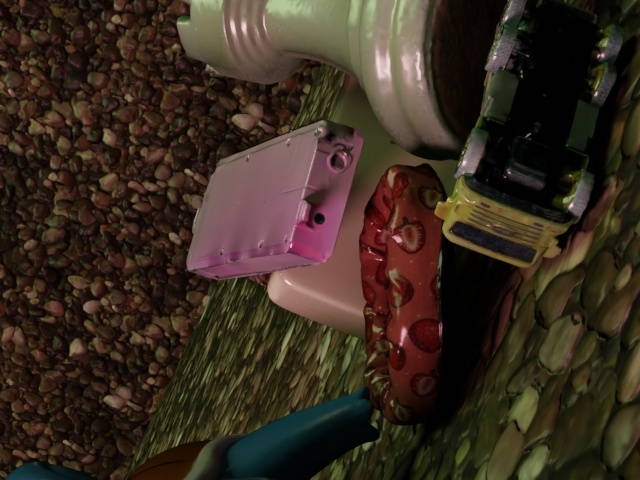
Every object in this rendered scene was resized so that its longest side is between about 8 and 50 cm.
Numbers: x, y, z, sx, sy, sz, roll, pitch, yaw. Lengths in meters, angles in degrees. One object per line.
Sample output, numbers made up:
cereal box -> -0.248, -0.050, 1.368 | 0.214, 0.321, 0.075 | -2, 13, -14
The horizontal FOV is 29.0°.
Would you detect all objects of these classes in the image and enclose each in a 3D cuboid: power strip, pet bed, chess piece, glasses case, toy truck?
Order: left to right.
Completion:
power strip -> -0.045, -0.028, 1.020 | 0.279, 0.037, 0.109 | -10, 62, 66
chess piece -> 0.023, -0.176, 0.991 | 0.299, 0.194, 0.195 | 15, 79, 41
glasses case -> 0.063, -0.069, 1.089 | 0.070, 0.131, 0.313 | 121, 170, -68
pet bed -> 0.063, 0.041, 0.911 | 0.201, 0.053, 0.201 | 179, 90, -86
toy truck -> 0.136, -0.071, 0.829 | 0.116, 0.085, 0.191 | 109, 180, -58

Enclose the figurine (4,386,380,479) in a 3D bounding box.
figurine -> -0.077, 0.234, 0.929 | 0.416, 0.243, 0.298 | -2, 61, 60

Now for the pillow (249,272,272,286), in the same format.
pillow -> 0.000, 0.000, 1.181 | 0.232, 0.043, 0.126 | 25, -106, -64
